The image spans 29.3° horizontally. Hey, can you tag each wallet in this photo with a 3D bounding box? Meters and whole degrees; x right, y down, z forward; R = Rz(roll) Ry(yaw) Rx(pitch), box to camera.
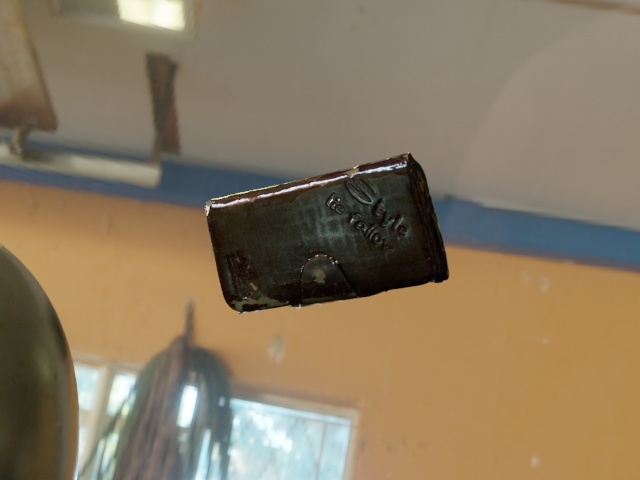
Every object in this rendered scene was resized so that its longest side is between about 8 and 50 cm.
[{"bbox_3d":[0.000,0.000,1.133,0.232,0.122,0.031,-11,6,28],"label":"wallet"}]

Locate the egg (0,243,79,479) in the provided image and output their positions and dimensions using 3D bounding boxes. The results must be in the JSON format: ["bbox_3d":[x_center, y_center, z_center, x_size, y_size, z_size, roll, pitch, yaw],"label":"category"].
[{"bbox_3d":[-0.260,0.162,0.649,0.230,0.371,0.230,21,2,-1],"label":"egg"}]
